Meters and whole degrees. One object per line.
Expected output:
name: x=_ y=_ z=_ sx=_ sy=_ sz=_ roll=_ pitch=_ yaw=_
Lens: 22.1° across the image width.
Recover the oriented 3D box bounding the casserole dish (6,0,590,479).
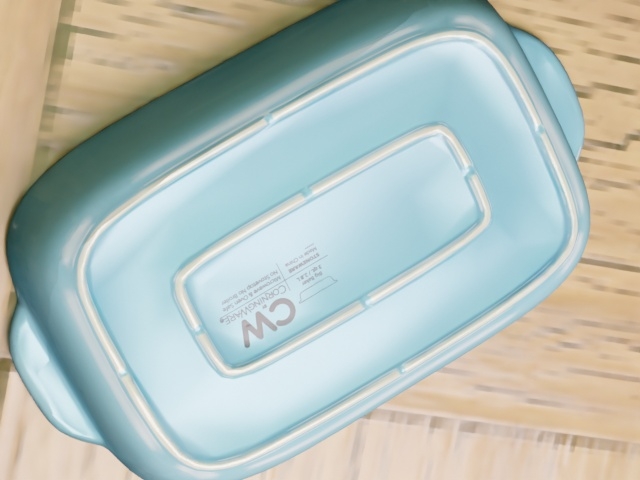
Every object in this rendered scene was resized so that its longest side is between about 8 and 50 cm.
casserole dish: x=0.000 y=0.000 z=0.475 sx=0.188 sy=0.037 sz=0.114 roll=-30 pitch=105 yaw=-8
